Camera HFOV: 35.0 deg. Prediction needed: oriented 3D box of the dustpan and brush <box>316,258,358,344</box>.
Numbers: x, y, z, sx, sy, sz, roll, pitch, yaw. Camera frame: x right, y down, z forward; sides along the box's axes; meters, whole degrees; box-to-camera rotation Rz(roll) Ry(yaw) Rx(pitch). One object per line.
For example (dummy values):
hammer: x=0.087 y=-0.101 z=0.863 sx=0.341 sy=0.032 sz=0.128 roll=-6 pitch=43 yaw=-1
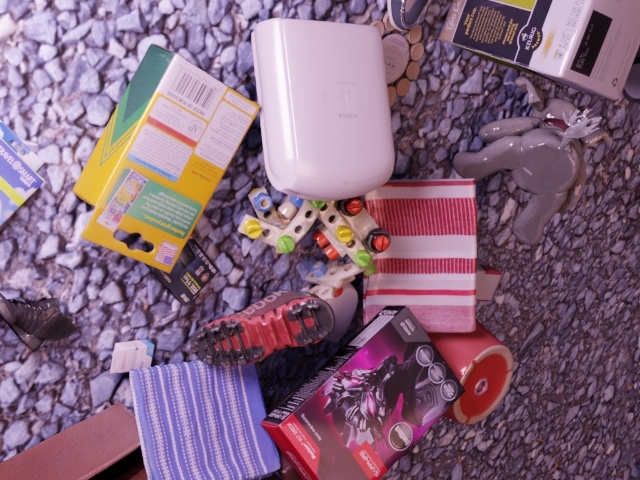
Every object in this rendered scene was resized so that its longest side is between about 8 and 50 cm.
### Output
dustpan and brush: x=0.042 y=0.102 z=2.101 sx=0.211 sy=0.060 sz=0.147 roll=-55 pitch=144 yaw=3

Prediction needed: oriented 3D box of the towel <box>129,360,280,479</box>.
towel: x=-0.204 y=0.338 z=1.865 sx=0.336 sy=0.040 sz=0.243 roll=1 pitch=72 yaw=-56

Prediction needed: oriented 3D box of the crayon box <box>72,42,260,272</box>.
crayon box: x=-0.261 y=-0.129 z=1.656 sx=0.203 sy=0.083 sz=0.323 roll=28 pitch=91 yaw=-48

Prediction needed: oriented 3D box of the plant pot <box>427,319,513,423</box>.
plant pot: x=0.278 y=0.271 z=2.272 sx=0.275 sy=0.243 sz=0.275 roll=-22 pitch=126 yaw=-34

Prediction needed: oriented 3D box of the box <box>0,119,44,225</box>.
box: x=-0.493 y=-0.076 z=1.494 sx=0.178 sy=0.042 sz=0.109 roll=-49 pitch=137 yaw=-11

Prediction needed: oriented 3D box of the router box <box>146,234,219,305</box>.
router box: x=-0.246 y=0.045 z=1.798 sx=0.092 sy=0.038 sz=0.122 roll=-47 pitch=136 yaw=-13

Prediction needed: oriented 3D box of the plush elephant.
plush elephant: x=0.488 y=-0.212 z=2.234 sx=0.330 sy=0.272 sz=0.255 roll=-46 pitch=-172 yaw=32

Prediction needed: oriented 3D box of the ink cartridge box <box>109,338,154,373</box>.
ink cartridge box: x=-0.341 y=0.206 z=1.802 sx=0.083 sy=0.028 sz=0.048 roll=-3 pitch=113 yaw=-43

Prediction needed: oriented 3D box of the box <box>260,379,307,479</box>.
box: x=-0.033 y=0.436 z=2.118 sx=0.203 sy=0.167 sz=0.168 roll=-34 pitch=131 yaw=-26

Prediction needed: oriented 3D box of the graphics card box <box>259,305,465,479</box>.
graphics card box: x=0.091 y=0.329 z=2.012 sx=0.371 sy=0.094 sz=0.233 roll=-40 pitch=103 yaw=-24

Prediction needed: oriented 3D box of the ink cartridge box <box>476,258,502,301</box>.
ink cartridge box: x=0.286 y=0.062 z=2.216 sx=0.127 sy=0.175 sz=0.072 roll=5 pitch=111 yaw=-45

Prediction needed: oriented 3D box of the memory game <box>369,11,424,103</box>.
memory game: x=0.132 y=-0.352 z=1.963 sx=0.186 sy=0.012 sz=0.186 roll=-21 pitch=125 yaw=-34

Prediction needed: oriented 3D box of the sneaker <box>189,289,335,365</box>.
sneaker: x=-0.110 y=0.162 z=1.920 sx=0.276 sy=0.135 sz=0.098 roll=-16 pitch=106 yaw=1

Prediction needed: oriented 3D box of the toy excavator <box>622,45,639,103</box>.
toy excavator: x=0.796 y=-0.588 z=2.287 sx=0.222 sy=0.433 sz=0.445 roll=-7 pitch=144 yaw=-41

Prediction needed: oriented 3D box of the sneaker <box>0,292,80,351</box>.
sneaker: x=-0.458 y=0.115 z=1.628 sx=0.089 sy=0.051 sz=0.170 roll=-43 pitch=140 yaw=-18

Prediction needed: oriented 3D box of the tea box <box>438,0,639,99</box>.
tea box: x=0.458 y=-0.485 z=1.970 sx=0.220 sy=0.323 sz=0.329 roll=9 pitch=106 yaw=-45

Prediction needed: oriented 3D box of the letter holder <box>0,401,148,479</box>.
letter holder: x=-0.409 y=0.448 z=1.731 sx=0.302 sy=0.214 sz=0.152 roll=-25 pitch=128 yaw=-32

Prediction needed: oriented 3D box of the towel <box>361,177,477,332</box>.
towel: x=0.203 y=0.037 z=2.082 sx=0.237 sy=0.037 sz=0.329 roll=-1 pitch=107 yaw=3

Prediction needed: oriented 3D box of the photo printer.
photo printer: x=0.010 y=-0.223 z=1.764 sx=0.256 sy=0.107 sz=0.307 roll=-5 pitch=89 yaw=-42

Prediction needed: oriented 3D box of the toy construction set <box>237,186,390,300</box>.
toy construction set: x=0.000 y=0.000 z=1.914 sx=0.215 sy=0.151 sz=0.328 roll=-40 pitch=136 yaw=-4

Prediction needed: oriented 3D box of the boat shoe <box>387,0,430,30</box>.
boat shoe: x=0.201 y=-0.511 z=1.889 sx=0.095 sy=0.079 sz=0.254 roll=15 pitch=99 yaw=-47
